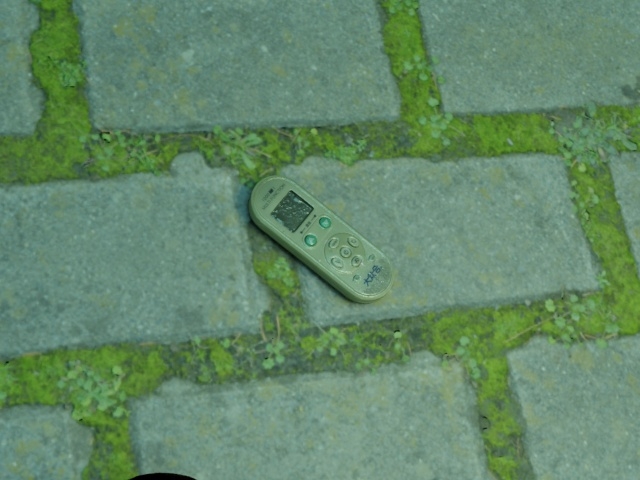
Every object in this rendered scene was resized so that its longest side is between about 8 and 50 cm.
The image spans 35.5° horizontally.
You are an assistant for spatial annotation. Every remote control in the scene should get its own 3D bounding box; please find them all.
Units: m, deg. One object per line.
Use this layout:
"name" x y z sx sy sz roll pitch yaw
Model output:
"remote control" 0.000 0.000 1.307 0.221 0.042 0.078 38 65 1

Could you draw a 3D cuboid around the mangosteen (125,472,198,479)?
"mangosteen" -0.167 0.343 1.042 0.210 0.210 0.210 6 68 -14
